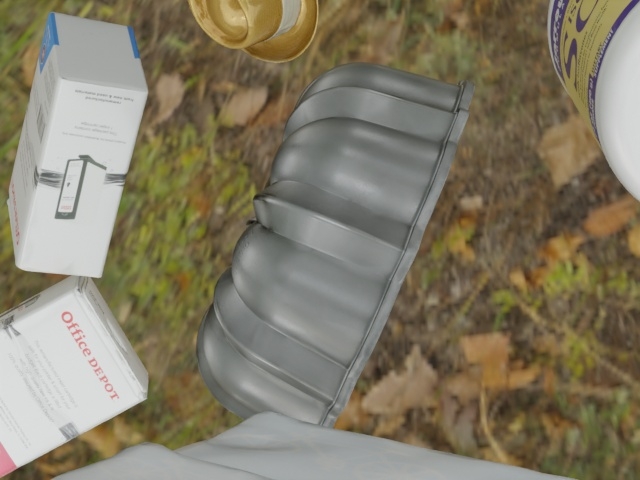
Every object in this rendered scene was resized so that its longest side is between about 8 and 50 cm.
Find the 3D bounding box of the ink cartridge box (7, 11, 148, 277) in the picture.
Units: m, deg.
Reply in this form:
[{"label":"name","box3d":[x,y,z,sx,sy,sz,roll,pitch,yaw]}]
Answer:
[{"label":"ink cartridge box","box3d":[-0.231,-0.089,1.550,0.086,0.148,0.203,7,120,-18]}]

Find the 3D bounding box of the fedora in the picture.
[{"label":"fedora","box3d":[-0.091,-0.276,1.821,0.194,0.079,0.194,25,133,30]}]

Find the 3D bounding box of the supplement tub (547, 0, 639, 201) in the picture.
[{"label":"supplement tub","box3d":[0.334,-0.173,1.462,0.241,0.331,0.241,-1,114,-3]}]

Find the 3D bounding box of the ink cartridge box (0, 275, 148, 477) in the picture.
[{"label":"ink cartridge box","box3d":[-0.330,0.156,1.921,0.218,0.092,0.158,-28,105,5]}]

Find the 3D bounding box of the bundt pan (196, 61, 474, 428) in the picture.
[{"label":"bundt pan","box3d":[0.000,0.000,1.306,0.124,0.331,0.330,24,111,-1]}]

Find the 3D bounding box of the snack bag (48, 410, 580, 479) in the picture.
[{"label":"snack bag","box3d":[0.050,0.131,0.738,0.323,0.342,0.037,9,96,22]}]
